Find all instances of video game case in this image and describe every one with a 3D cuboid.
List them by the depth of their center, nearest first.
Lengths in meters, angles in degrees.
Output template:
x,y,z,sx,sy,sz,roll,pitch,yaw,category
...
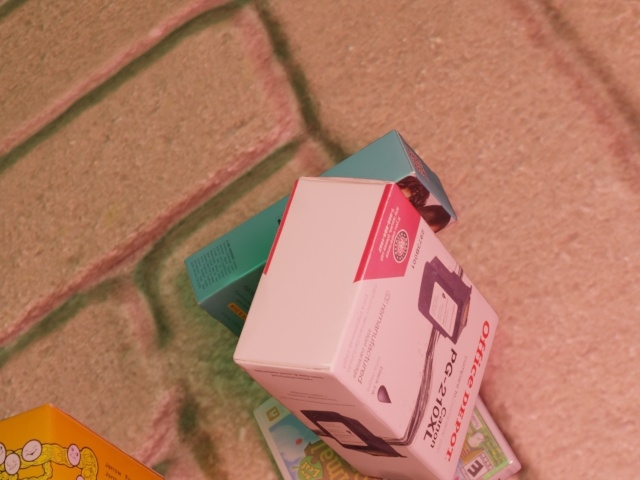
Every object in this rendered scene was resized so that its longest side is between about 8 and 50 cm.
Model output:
x,y,z,sx,sy,sz,roll,pitch,yaw,category
0.054,0.178,1.502,0.193,0.023,0.212,-36,49,8,video game case

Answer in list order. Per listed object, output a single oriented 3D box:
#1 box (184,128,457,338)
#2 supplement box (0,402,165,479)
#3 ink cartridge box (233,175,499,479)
x,y,z,sx,sy,sz,roll,pitch,yaw,category
0.000,0.000,1.600,0.244,0.100,0.060,-32,51,13,box
-0.263,0.359,1.476,0.194,0.195,0.356,-20,52,21,supplement box
0.046,0.080,1.395,0.100,0.237,0.172,4,63,32,ink cartridge box
